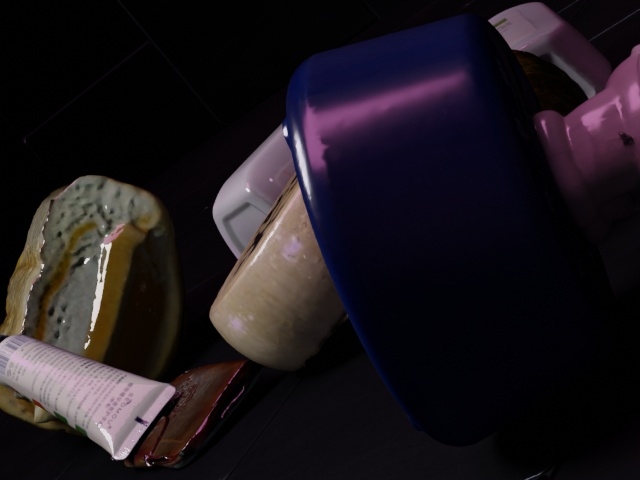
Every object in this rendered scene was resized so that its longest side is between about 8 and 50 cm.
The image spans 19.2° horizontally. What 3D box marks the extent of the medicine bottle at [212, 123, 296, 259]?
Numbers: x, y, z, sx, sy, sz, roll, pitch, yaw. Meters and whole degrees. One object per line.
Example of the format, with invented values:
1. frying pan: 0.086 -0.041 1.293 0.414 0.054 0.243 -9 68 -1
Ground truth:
1. medicine bottle: 0.018 -0.071 2.021 0.111 0.161 0.296 -32 14 47

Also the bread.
1. bread: -0.274 0.087 2.262 0.341 0.210 0.300 165 124 -74

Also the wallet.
1. wallet: -0.139 0.175 1.886 0.137 0.031 0.255 -47 10 -19

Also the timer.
1. timer: 0.199 -0.057 1.177 0.383 0.270 0.270 -23 14 14

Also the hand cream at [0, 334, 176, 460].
1. hand cream: -0.261 0.153 1.974 0.276 0.059 0.095 19 65 46

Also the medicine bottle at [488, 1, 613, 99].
1. medicine bottle: 0.184 -0.139 1.830 0.179 0.124 0.324 -51 10 9

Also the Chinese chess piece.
1. Chinese chess piece: 0.000 0.000 1.759 0.257 0.104 0.257 -56 5 8

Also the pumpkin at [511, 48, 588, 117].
1. pumpkin: 0.121 -0.052 1.562 0.238 0.159 0.238 -19 26 10
